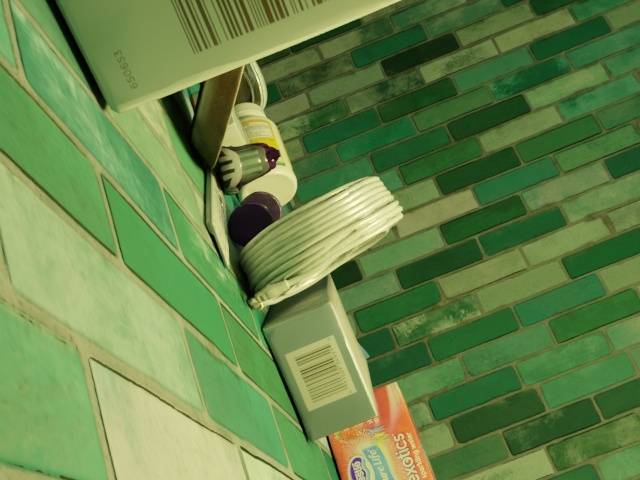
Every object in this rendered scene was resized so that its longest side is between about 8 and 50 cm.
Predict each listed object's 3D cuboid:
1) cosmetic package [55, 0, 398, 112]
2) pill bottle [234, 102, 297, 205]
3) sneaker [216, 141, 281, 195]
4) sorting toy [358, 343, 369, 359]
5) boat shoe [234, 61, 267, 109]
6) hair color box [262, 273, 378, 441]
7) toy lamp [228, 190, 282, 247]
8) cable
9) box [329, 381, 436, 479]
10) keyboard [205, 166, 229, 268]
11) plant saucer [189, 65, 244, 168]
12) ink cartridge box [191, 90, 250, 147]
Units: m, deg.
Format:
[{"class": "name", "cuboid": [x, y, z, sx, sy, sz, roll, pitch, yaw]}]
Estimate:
[{"class": "cosmetic package", "cuboid": [-0.126, -0.381, 0.909, 0.393, 0.330, 0.327, -110, 177, -66]}, {"class": "pill bottle", "cuboid": [-0.126, -0.167, 1.685, 0.117, 0.118, 0.208, 65, 3, -55]}, {"class": "sneaker", "cuboid": [-0.116, -0.119, 1.402, 0.224, 0.098, 0.083, -144, -139, -79]}, {"class": "sorting toy", "cuboid": [-0.026, 0.123, 1.741, 0.347, 0.047, 0.196, 52, -5, -34]}, {"class": "boat shoe", "cuboid": [-0.222, -0.375, 1.742, 0.335, 0.121, 0.119, 55, 15, -26]}, {"class": "hair color box", "cuboid": [0.001, 0.176, 1.432, 0.374, 0.114, 0.185, -79, 147, -86]}, {"class": "toy lamp", "cuboid": [-0.105, -0.038, 1.451, 0.274, 0.080, 0.080, -90, 158, -81]}, {"class": "cable", "cuboid": [0.000, 0.000, 1.297, 0.089, 0.257, 0.257, 57, 5, 6]}, {"class": "box", "cuboid": [0.120, 0.418, 1.487, 0.142, 0.154, 0.299, 65, 5, -48]}, {"class": "keyboard", "cuboid": [-0.146, -0.041, 1.247, 0.256, 0.014, 0.072, -107, 174, -67]}, {"class": "plant saucer", "cuboid": [-0.143, -0.261, 1.276, 0.310, 0.050, 0.310, -167, -90, -79]}, {"class": "ink cartridge box", "cuboid": [-0.167, -0.186, 1.541, 0.150, 0.063, 0.109, 65, 4, -54]}]
